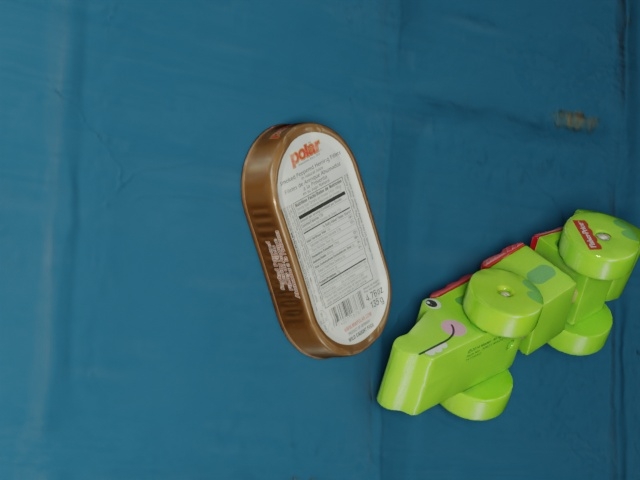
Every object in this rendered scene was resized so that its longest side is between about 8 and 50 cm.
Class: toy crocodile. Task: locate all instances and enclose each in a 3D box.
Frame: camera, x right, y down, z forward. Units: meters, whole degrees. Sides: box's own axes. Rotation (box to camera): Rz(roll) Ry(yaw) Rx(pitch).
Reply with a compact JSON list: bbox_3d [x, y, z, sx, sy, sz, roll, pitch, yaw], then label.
[{"bbox_3d":[0.166,0.053,1.534,0.340,0.105,0.115,-27,141,-39],"label":"toy crocodile"}]

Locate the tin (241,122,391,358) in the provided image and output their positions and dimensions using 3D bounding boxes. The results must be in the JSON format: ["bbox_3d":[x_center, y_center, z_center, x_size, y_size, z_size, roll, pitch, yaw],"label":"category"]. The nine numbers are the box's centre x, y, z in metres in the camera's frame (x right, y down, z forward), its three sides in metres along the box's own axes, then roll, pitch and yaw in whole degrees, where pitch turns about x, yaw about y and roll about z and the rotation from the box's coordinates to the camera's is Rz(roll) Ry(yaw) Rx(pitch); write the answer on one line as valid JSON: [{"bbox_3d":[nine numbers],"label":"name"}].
[{"bbox_3d":[0.000,0.000,1.411,0.106,0.040,0.189,-32,109,-47],"label":"tin"}]
